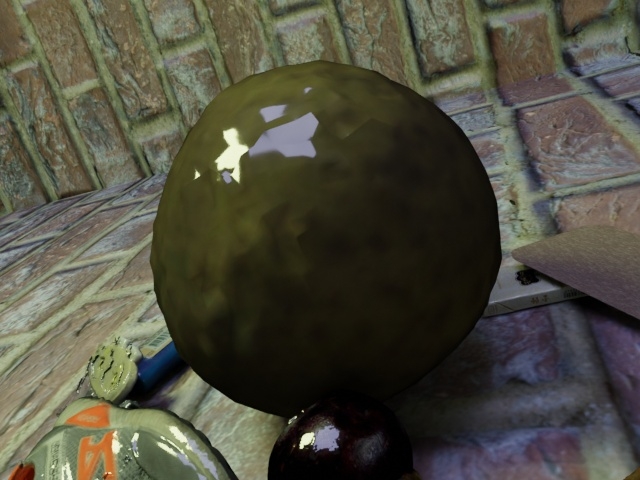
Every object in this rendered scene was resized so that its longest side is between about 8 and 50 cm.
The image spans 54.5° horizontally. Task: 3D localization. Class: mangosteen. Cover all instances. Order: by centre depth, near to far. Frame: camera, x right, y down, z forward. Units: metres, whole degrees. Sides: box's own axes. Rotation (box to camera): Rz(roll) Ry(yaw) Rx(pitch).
[{"bbox_3d":[0.030,0.205,0.525,0.151,0.137,0.137,38,49,26],"label":"mangosteen"}]

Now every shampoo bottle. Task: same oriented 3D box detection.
[{"bbox_3d":[-0.236,0.165,0.954,0.087,0.050,0.183,-7,22,34],"label":"shampoo bottle"}]

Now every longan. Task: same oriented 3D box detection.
[{"bbox_3d":[0.000,0.000,0.696,0.391,0.391,0.391,-16,19,6],"label":"longan"}]

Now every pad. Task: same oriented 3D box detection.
[{"bbox_3d":[0.387,0.033,0.788,0.176,0.002,0.266,-16,23,-18],"label":"pad"}]

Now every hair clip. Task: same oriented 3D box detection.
[{"bbox_3d":[-0.282,0.207,0.828,0.187,0.056,0.146,21,76,45],"label":"hair clip"}]

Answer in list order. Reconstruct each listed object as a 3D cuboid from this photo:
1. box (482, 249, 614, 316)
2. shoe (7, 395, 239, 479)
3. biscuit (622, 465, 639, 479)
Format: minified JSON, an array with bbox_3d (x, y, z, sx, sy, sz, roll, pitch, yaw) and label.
[{"bbox_3d":[0.292,0.056,0.833,0.167,0.024,0.090,-14,21,11],"label":"box"},{"bbox_3d":[-0.206,0.253,0.582,0.336,0.132,0.171,-1,29,43],"label":"shoe"},{"bbox_3d":[0.239,0.248,0.298,0.381,0.074,0.359,-18,17,-12],"label":"biscuit"}]
